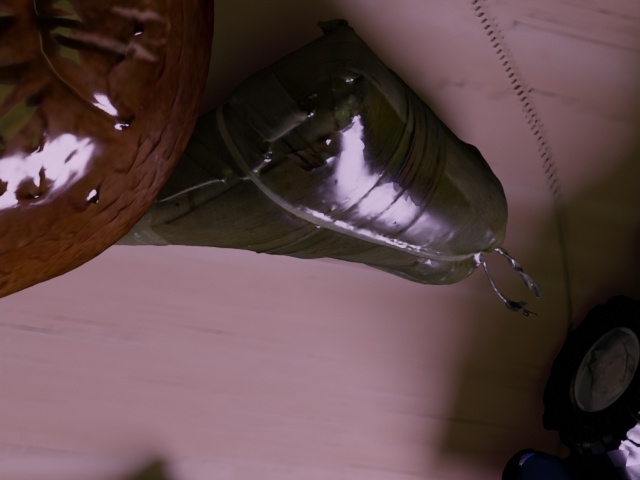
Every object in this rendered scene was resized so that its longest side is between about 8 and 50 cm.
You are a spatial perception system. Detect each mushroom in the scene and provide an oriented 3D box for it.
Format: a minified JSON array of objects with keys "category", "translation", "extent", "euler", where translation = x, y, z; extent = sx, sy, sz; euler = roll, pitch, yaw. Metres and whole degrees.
[{"category":"mushroom","translation":[-0.123,-0.087,0.546],"extent":[0.231,0.138,0.194],"euler":[34,97,-27]}]

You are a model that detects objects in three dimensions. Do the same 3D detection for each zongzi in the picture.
[{"category":"zongzi","translation":[0.000,0.000,0.685],"extent":[0.130,0.062,0.154],"euler":[-33,136,19]}]

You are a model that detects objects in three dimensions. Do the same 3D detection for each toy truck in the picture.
[{"category":"toy truck","translation":[0.162,0.075,0.714],"extent":[0.113,0.126,0.208],"euler":[28,100,-26]}]
